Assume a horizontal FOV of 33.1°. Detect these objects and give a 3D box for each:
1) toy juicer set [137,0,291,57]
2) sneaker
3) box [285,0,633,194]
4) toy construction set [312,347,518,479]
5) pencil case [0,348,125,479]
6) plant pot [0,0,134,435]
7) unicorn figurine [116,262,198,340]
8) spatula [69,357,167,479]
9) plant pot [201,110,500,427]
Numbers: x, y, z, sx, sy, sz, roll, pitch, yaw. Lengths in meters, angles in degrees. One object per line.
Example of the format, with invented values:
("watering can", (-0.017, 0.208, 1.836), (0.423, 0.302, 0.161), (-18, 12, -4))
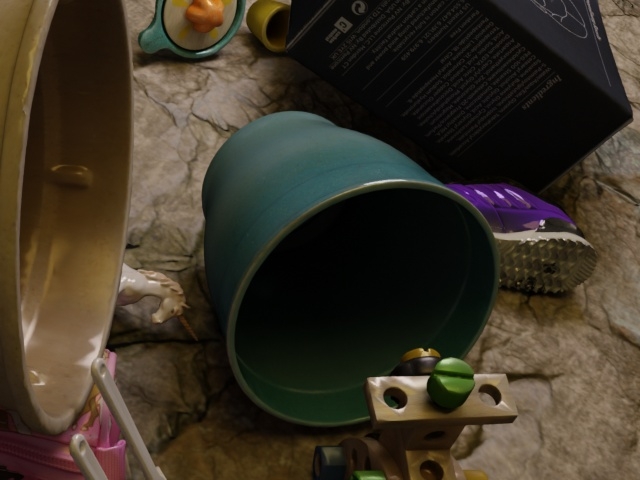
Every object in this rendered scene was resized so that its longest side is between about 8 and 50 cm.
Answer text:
("toy juicer set", (-0.157, -0.340, 1.405), (0.329, 0.209, 0.089), (-12, 35, -33))
("sneaker", (0.181, -0.027, 1.307), (0.293, 0.102, 0.146), (13, 37, -16))
("box", (0.173, -0.281, 1.388), (0.395, 0.212, 0.293), (31, 36, -23))
("toy construction set", (0.123, 0.232, 0.885), (0.309, 0.237, 0.257), (22, 41, 0))
("pencil case", (-0.347, 0.136, 0.850), (0.386, 0.160, 0.167), (10, 43, -14))
("plant pot", (-0.311, -0.048, 0.743), (0.306, 0.333, 0.334), (5, 42, 1))
("unicorn figurine", (-0.207, 0.046, 1.080), (0.111, 0.060, 0.162), (-22, 57, -38))
("spatula", (-0.149, 0.212, 0.807), (0.019, 0.242, 0.168), (-4, 42, 15))
("plant pot", (0.000, 0.000, 1.082), (0.272, 0.271, 0.255), (-1, 32, -24))
